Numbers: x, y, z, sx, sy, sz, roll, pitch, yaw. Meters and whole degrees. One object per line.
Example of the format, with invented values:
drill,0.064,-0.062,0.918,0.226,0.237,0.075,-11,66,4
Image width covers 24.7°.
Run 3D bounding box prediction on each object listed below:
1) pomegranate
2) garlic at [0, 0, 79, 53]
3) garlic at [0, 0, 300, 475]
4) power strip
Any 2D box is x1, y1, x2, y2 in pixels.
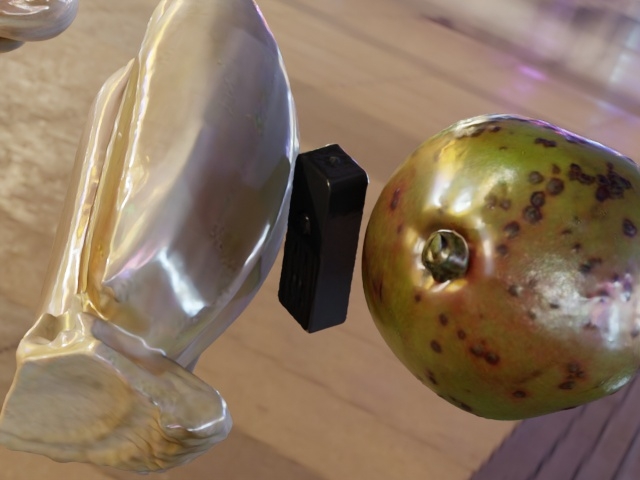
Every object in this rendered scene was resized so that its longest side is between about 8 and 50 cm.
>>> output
pomegranate,0.112,0.019,0.750,0.159,0.159,0.205,35,3,35
garlic,-0.288,-0.219,1.303,0.124,0.099,0.174,29,-21,-26
garlic,-0.096,0.002,0.850,0.132,0.279,0.325,27,48,-13
power strip,0.000,0.000,0.810,0.029,0.111,0.038,-18,44,-29
